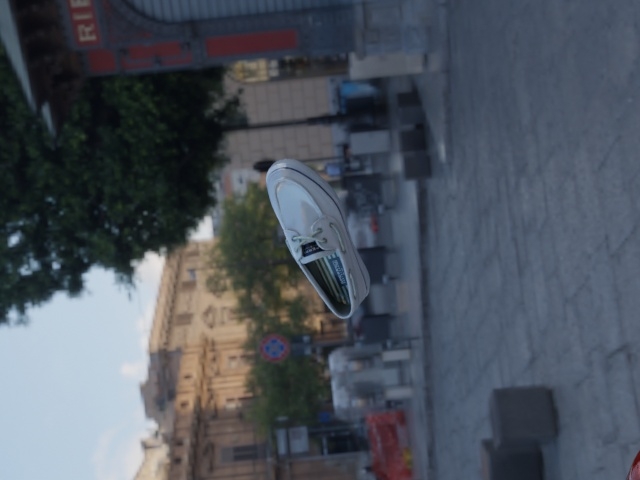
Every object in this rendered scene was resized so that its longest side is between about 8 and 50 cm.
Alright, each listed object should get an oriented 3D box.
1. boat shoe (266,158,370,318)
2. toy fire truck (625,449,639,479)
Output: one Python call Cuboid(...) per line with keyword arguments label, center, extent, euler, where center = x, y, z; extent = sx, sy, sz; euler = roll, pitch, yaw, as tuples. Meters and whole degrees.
Cuboid(label="boat shoe", center=(0.000, 0.000, 1.236), extent=(0.226, 0.083, 0.075), euler=(56, -153, -21))
Cuboid(label="toy fire truck", center=(0.330, 0.284, 0.796), extent=(0.217, 0.246, 0.158), euler=(37, 153, 29))
